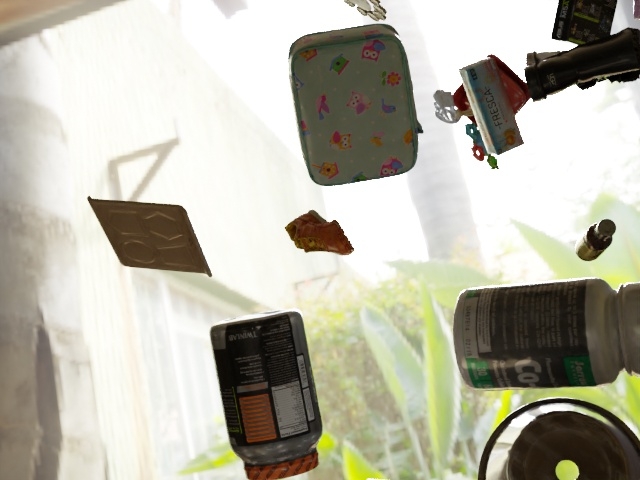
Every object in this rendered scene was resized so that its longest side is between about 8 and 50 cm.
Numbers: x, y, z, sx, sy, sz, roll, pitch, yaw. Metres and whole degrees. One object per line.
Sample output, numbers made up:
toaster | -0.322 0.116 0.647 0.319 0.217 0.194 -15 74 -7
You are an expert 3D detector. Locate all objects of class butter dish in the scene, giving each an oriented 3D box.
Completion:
butter dish | 0.425 -0.343 2.347 0.160 0.160 0.118 -48 15 10

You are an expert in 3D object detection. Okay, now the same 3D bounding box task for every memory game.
memory game | 0.080 -0.573 2.264 0.012 0.186 0.186 -54 -20 -4

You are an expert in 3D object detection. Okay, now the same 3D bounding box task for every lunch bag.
lunch bag | 0.064 -0.237 1.722 0.224 0.108 0.279 -11 -61 -2

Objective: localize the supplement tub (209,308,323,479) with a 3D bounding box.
supplement tub | -0.103 0.304 1.930 0.194 0.316 0.193 -10 -1 0

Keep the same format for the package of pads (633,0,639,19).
package of pads | 0.709 -0.497 2.063 0.083 0.050 0.032 1 16 21

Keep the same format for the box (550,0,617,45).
box | 0.541 -0.482 1.955 0.045 0.184 0.191 20 15 38

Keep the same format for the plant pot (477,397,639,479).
plant pot | 0.426 0.413 1.684 0.323 0.323 0.280 -15 -23 7

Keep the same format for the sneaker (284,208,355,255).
sneaker | 0.000 0.000 1.490 0.067 0.064 0.175 -34 20 -15

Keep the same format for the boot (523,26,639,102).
boot | 0.481 -0.319 1.758 0.207 0.094 0.246 -14 11 17

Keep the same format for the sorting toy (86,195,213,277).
sorting toy | -0.308 -0.011 1.778 0.208 0.038 0.193 8 -37 18

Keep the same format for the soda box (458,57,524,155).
soda box | 0.331 -0.259 1.880 0.063 0.183 0.058 -24 13 -5

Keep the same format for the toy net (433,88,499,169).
toy net | 0.322 -0.249 2.194 0.232 0.122 0.045 33 -35 -27

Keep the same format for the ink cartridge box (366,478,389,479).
ink cartridge box | 0.120 0.492 1.324 0.117 0.278 0.201 7 1 -11

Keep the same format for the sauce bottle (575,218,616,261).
sauce bottle | 0.400 -0.001 1.407 0.042 0.042 0.128 -13 -13 1

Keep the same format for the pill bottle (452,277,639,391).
pill bottle | 0.448 0.176 1.823 0.361 0.204 0.204 -7 -14 24
